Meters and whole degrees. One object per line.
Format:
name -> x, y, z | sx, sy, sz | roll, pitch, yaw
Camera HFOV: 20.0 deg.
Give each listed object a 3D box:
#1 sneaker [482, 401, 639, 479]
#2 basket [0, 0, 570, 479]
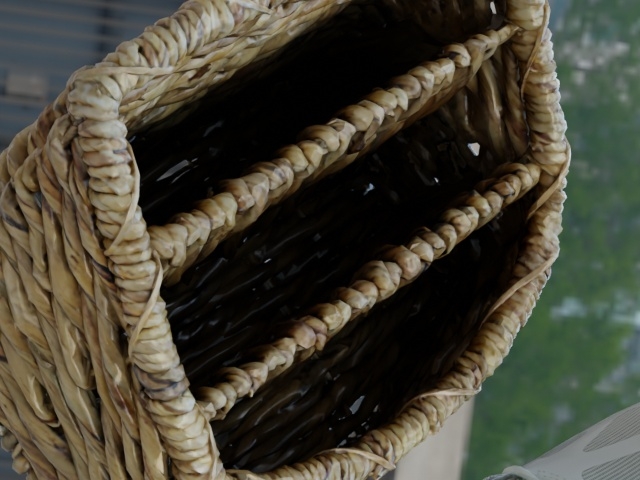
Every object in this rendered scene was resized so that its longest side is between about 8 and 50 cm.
sneaker -> 0.074, 0.205, 1.014 | 0.169, 0.447, 0.257 | 42, -13, 39
basket -> 0.000, 0.000, 0.840 | 0.299, 0.213, 0.223 | -32, 177, -42
